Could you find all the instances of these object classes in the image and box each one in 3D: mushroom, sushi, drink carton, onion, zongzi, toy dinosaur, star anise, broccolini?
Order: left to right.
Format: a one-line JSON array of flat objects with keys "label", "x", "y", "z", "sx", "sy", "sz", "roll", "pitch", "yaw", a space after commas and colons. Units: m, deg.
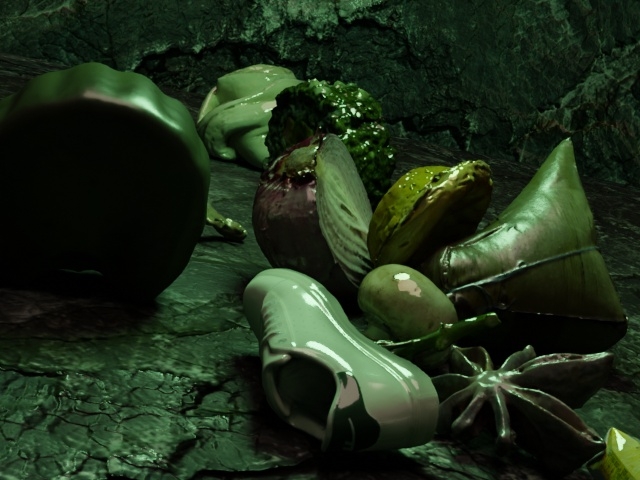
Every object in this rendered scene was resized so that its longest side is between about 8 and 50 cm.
[{"label": "toy dinosaur", "x": -0.264, "y": -0.060, "z": 1.893, "sx": 0.251, "sy": 0.072, "sz": 0.200, "roll": 7, "pitch": -15, "yaw": 15}, {"label": "onion", "x": 0.000, "y": 0.000, "z": 1.727, "sx": 0.159, "sy": 0.348, "sz": 0.267, "roll": -12, "pitch": 41, "yaw": 24}, {"label": "sushi", "x": 0.017, "y": -0.204, "z": 2.287, "sx": 0.178, "sy": 0.294, "sz": 0.352, "roll": -1, "pitch": 21, "yaw": -32}, {"label": "mushroom", "x": 0.120, "y": 0.114, "z": 1.473, "sx": 0.166, "sy": 0.127, "sz": 0.166, "roll": 38, "pitch": -11, "yaw": 9}, {"label": "broccolini", "x": 0.130, "y": 0.129, "z": 1.373, "sx": 0.216, "sy": 0.058, "sz": 0.067, "roll": -22, "pitch": -5, "yaw": 5}, {"label": "zongzi", "x": 0.295, "y": -0.008, "z": 1.673, "sx": 0.356, "sy": 0.393, "sz": 0.174, "roll": 5, "pitch": -23, "yaw": -24}, {"label": "star anise", "x": 0.241, "y": 0.202, "z": 1.284, "sx": 0.258, "sy": 0.110, "sz": 0.198, "roll": 4, "pitch": 33, "yaw": 32}, {"label": "drink carton", "x": 0.362, "y": 0.272, "z": 1.194, "sx": 0.084, "sy": 0.074, "sz": 0.200, "roll": 25, "pitch": 13, "yaw": -13}]

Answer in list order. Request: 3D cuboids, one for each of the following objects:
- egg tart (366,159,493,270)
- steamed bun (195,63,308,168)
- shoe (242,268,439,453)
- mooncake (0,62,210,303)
[{"label": "egg tart", "x": 0.162, "y": -0.027, "z": 1.681, "sx": 0.116, "sy": 0.295, "sz": 0.295, "roll": 41, "pitch": 24, "yaw": 20}, {"label": "steamed bun", "x": -0.145, "y": -0.332, "z": 2.714, "sx": 0.342, "sy": 0.255, "sz": 0.367, "roll": 10, "pitch": 13, "yaw": -4}, {"label": "shoe", "x": -0.029, "y": 0.145, "z": 1.249, "sx": 0.160, "sy": 0.131, "sz": 0.363, "roll": -4, "pitch": 25, "yaw": -36}, {"label": "mooncake", "x": -0.328, "y": -0.082, "z": 1.466, "sx": 0.351, "sy": 0.351, "sz": 0.187, "roll": 10, "pitch": 26, "yaw": -11}]
